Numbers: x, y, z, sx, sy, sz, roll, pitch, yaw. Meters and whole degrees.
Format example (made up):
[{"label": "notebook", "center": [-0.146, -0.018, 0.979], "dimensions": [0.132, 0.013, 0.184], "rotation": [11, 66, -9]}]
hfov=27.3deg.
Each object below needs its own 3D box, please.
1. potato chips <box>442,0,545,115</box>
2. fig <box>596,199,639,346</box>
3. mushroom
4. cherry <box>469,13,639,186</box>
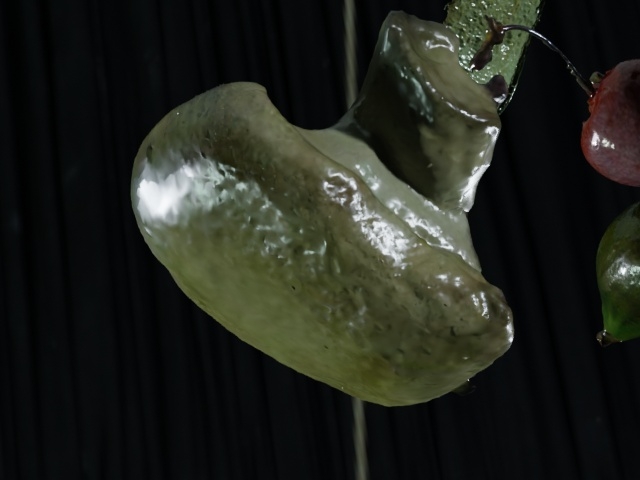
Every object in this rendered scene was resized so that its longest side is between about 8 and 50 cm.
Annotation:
[{"label": "potato chips", "center": [0.166, -0.226, 1.282], "dimensions": [0.026, 0.209, 0.142], "rotation": [6, 157, -39]}, {"label": "fig", "center": [0.283, 0.034, 1.123], "dimensions": [0.117, 0.117, 0.177], "rotation": [-4, 153, -14]}, {"label": "mushroom", "center": [-0.001, 0.010, 0.868], "dimensions": [0.212, 0.217, 0.292], "rotation": [-2, 161, -37]}, {"label": "cherry", "center": [0.224, -0.108, 1.077], "dimensions": [0.225, 0.090, 0.107], "rotation": [19, 132, -1]}]
